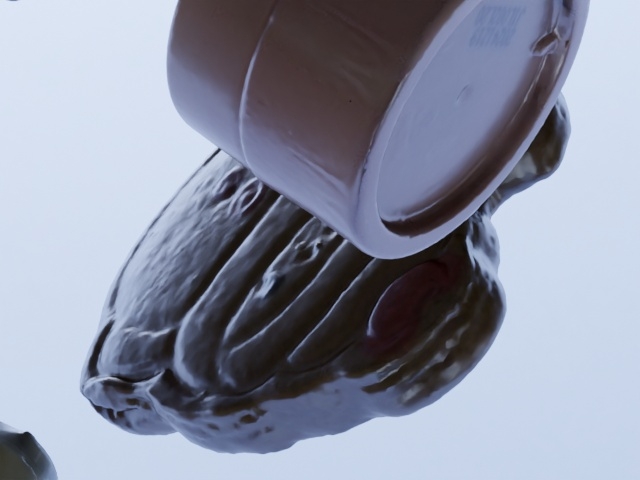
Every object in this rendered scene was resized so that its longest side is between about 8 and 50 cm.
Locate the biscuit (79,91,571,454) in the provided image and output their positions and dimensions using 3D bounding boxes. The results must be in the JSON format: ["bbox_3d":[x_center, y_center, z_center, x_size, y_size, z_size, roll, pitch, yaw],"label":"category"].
[{"bbox_3d":[0.000,0.000,1.160,0.359,0.381,0.074,-49,-65,-5],"label":"biscuit"}]

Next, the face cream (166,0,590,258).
[{"bbox_3d":[0.025,-0.080,0.730,0.104,0.149,0.149,36,-120,24],"label":"face cream"}]

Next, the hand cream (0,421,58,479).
[{"bbox_3d":[-0.122,0.102,0.491,0.061,0.039,0.143,24,-135,8],"label":"hand cream"}]
